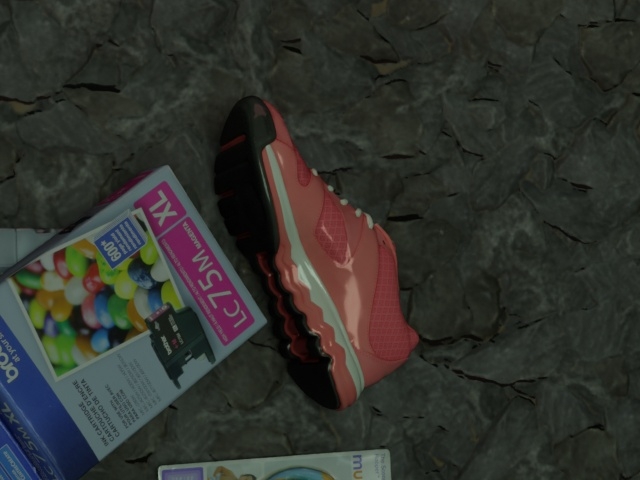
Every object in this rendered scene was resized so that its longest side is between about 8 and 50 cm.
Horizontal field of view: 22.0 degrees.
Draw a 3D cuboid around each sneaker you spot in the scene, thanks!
[{"bbox_3d":[0.000,0.000,1.600,0.136,0.116,0.314,-24,100,-26],"label":"sneaker"}]

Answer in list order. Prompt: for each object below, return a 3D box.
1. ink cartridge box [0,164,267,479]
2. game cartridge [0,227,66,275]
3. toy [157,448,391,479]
[{"bbox_3d":[-0.212,0.090,1.497,0.311,0.065,0.186,-38,104,-28],"label":"ink cartridge box"},{"bbox_3d":[-0.364,0.086,1.483,0.297,0.062,0.198,1,88,-26],"label":"game cartridge"},{"bbox_3d":[-0.035,0.278,1.583,0.237,0.056,0.137,-2,88,-16],"label":"toy"}]
